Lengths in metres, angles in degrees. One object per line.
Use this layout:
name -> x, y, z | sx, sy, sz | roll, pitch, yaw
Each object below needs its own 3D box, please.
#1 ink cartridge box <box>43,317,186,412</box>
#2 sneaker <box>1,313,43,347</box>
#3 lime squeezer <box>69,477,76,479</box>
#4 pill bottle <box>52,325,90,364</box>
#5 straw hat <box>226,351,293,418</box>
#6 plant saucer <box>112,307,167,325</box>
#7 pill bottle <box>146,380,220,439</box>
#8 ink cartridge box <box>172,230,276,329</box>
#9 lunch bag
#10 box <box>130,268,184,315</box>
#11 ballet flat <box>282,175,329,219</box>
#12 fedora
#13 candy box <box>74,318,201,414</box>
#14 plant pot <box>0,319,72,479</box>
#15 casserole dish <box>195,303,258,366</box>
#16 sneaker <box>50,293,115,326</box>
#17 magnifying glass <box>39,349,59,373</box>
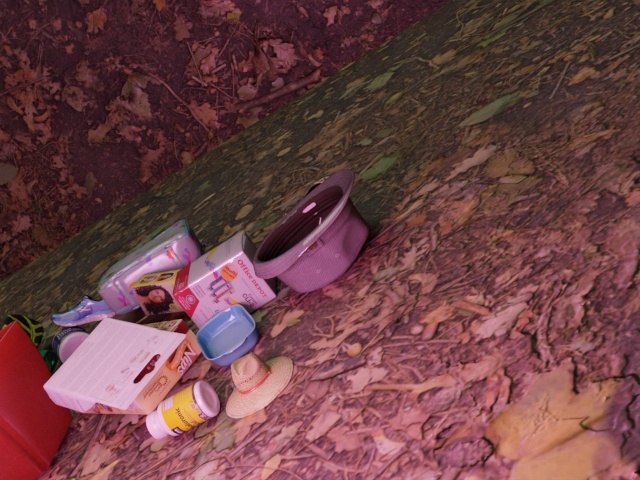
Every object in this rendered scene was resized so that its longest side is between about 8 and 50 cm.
ink cartridge box -> -0.377, 0.241, 1.465 | 0.232, 0.066, 0.189 | 9, 45, 32
sneaker -> -0.834, 0.348, 2.115 | 0.147, 0.145, 0.385 | -62, 16, 15
lime squeezer -> -0.575, 0.502, 1.392 | 0.310, 0.059, 0.110 | -24, -9, 20
pill bottle -> -0.620, 0.264, 1.965 | 0.094, 0.094, 0.169 | -41, 20, -19
straw hat -> -0.117, 0.220, 1.295 | 0.144, 0.061, 0.144 | -30, 19, 12
plant saucer -> -0.442, 0.167, 1.993 | 0.278, 0.041, 0.278 | -31, 19, 12
pill bottle -> -0.233, 0.288, 1.316 | 0.116, 0.065, 0.065 | -30, 19, 14
ink cartridge box -> -0.196, 0.090, 1.634 | 0.176, 0.128, 0.127 | -33, 19, 7
lunch bag -> -0.417, 0.065, 1.973 | 0.279, 0.108, 0.224 | -33, 14, -3
box -> -0.318, 0.114, 1.787 | 0.232, 0.087, 0.058 | -11, 26, 30
ballet flat -> -0.029, -0.093, 1.908 | 0.084, 0.058, 0.250 | -15, 27, 42
fedora -> 0.000, 0.000, 1.533 | 0.275, 0.124, 0.243 | -46, 18, -7
candy box -> -0.400, 0.263, 1.614 | 0.316, 0.087, 0.183 | -12, 30, 46
plant pot -> -0.654, 0.366, 1.541 | 0.267, 0.236, 0.267 | -35, 17, 13
casserole dish -> -0.176, 0.185, 1.504 | 0.114, 0.037, 0.188 | -37, 22, -8
sneaker -> -0.603, 0.173, 1.989 | 0.162, 0.073, 0.063 | -13, 7, -16
magnifying glass -> -0.697, 0.309, 2.029 | 0.026, 0.092, 0.231 | 3, 11, 0
